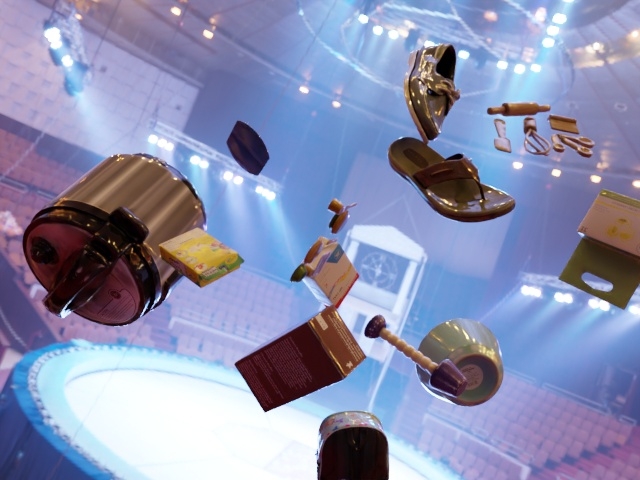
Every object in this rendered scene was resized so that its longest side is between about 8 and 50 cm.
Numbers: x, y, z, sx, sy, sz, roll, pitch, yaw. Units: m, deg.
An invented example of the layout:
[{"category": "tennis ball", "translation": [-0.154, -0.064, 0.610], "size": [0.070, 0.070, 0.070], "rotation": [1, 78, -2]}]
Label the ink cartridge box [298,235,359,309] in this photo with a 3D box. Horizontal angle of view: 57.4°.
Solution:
[{"category": "ink cartridge box", "translation": [0.034, 0.110, 1.751], "size": [0.078, 0.134, 0.231], "rotation": [21, -22, 37]}]

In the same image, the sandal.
[{"category": "sandal", "translation": [0.235, -0.130, 1.119], "size": [0.303, 0.120, 0.086], "rotation": [42, -31, 36]}]

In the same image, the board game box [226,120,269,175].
[{"category": "board game box", "translation": [-0.189, -0.256, 1.599], "size": [0.133, 0.033, 0.169], "rotation": [48, -33, 1]}]

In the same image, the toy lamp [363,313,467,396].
[{"category": "toy lamp", "translation": [0.229, 0.276, 1.407], "size": [0.275, 0.080, 0.080], "rotation": [35, 3, 33]}]

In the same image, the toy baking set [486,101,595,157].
[{"category": "toy baking set", "translation": [0.427, -0.223, 1.154], "size": [0.256, 0.030, 0.196], "rotation": [-4, 39, -20]}]

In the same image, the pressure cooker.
[{"category": "pressure cooker", "translation": [-0.537, 0.015, 1.504], "size": [0.376, 0.420, 0.369], "rotation": [10, -52, 16]}]

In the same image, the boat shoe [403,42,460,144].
[{"category": "boat shoe", "translation": [0.244, -0.326, 1.244], "size": [0.099, 0.319, 0.116], "rotation": [-16, -51, 25]}]

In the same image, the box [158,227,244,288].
[{"category": "box", "translation": [-0.249, 0.038, 1.237], "size": [0.105, 0.043, 0.179], "rotation": [-28, 39, -34]}]

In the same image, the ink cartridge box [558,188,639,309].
[{"category": "ink cartridge box", "translation": [0.675, 0.016, 1.346], "size": [0.171, 0.235, 0.056], "rotation": [31, -1, 41]}]

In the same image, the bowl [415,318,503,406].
[{"category": "bowl", "translation": [0.495, 0.439, 1.988], "size": [0.312, 0.311, 0.163], "rotation": [23, 8, -9]}]

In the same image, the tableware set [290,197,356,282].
[{"category": "tableware set", "translation": [0.000, 0.000, 0.949], "size": [0.024, 0.154, 0.104], "rotation": [35, 23, 16]}]

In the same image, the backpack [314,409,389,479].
[{"category": "backpack", "translation": [0.094, 0.633, 1.749], "size": [0.225, 0.253, 0.191], "rotation": [-2, 19, -5]}]

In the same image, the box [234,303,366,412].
[{"category": "box", "translation": [-0.069, 0.358, 1.746], "size": [0.381, 0.191, 0.143], "rotation": [-34, -3, 41]}]
